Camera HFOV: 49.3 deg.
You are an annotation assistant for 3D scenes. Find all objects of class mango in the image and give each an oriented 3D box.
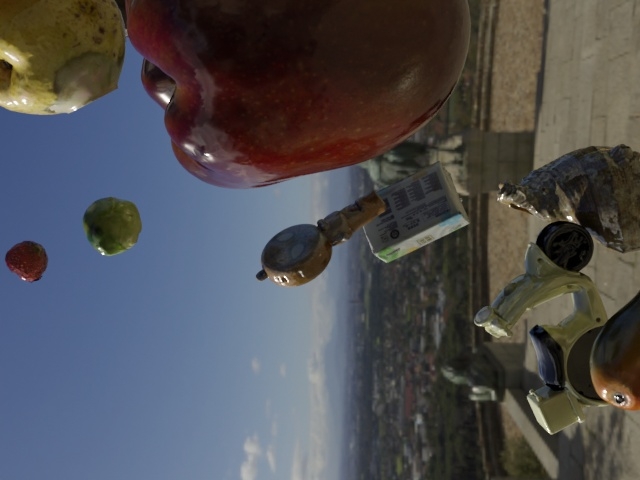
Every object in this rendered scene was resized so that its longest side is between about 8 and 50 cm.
[{"bbox_3d":[0.557,0.158,1.163,0.146,0.289,0.129,30,163,48],"label":"mango"}]

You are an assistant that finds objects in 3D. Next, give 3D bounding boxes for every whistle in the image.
[{"bbox_3d":[0.000,0.000,1.032,0.057,0.220,0.107,60,172,-35],"label":"whistle"}]

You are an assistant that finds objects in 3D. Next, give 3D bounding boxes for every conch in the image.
[{"bbox_3d":[0.572,-0.106,1.476,0.209,0.352,0.297,-64,-18,3],"label":"conch"}]

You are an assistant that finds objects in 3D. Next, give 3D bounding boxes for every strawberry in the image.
[{"bbox_3d":[-0.687,0.042,1.644,0.106,0.106,0.106,1,-90,-89],"label":"strawberry"}]

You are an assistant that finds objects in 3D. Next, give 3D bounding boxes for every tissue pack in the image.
[{"bbox_3d":[0.231,-0.058,1.687,0.145,0.230,0.159,33,-146,-55],"label":"tissue pack"}]

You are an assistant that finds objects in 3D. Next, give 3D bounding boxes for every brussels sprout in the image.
[{"bbox_3d":[-0.564,-0.040,1.864,0.149,0.152,0.122,-57,-9,21],"label":"brussels sprout"}]

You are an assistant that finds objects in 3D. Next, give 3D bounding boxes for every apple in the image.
[{"bbox_3d":[-0.016,-0.196,0.658,0.288,0.317,0.288,59,166,24],"label":"apple"}]

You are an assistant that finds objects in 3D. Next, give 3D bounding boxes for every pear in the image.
[{"bbox_3d":[-0.473,-0.341,1.200,0.271,0.271,0.271,1,-90,-89],"label":"pear"}]

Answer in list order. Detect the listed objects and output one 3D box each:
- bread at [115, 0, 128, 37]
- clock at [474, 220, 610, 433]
[{"bbox_3d":[-0.502,-0.617,1.718,0.212,0.143,0.224,-101,-7,-62],"label":"bread"},{"bbox_3d":[0.471,0.174,1.390,0.378,0.277,0.120,60,179,-8],"label":"clock"}]
